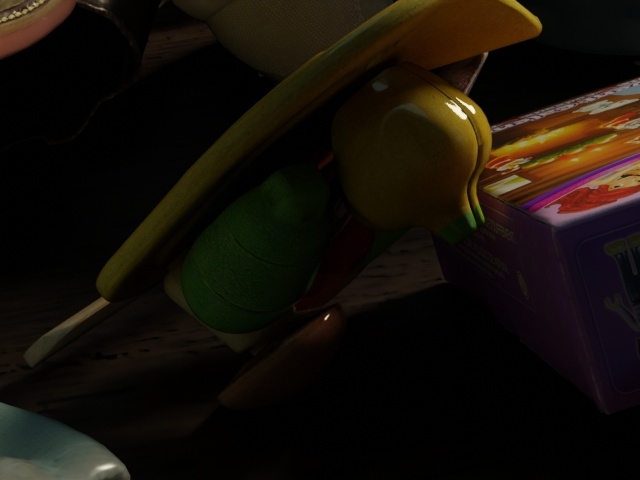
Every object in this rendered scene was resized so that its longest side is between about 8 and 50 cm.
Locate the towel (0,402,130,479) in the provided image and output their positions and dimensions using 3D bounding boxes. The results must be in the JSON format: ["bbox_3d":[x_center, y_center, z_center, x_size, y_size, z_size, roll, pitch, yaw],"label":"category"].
[{"bbox_3d":[-0.264,0.107,0.389,0.375,0.090,0.320,14,32,38],"label":"towel"}]

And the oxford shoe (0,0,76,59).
[{"bbox_3d":[-0.192,-0.130,0.540,0.123,0.130,0.348,17,14,22],"label":"oxford shoe"}]

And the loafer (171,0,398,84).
[{"bbox_3d":[-0.005,-0.118,0.794,0.102,0.092,0.268,-38,4,16],"label":"loafer"}]

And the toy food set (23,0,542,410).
[{"bbox_3d":[0.000,0.000,0.512,0.128,0.071,0.218,-34,-5,-36],"label":"toy food set"}]

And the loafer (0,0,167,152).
[{"bbox_3d":[-0.137,-0.105,0.790,0.130,0.133,0.366,29,48,16],"label":"loafer"}]

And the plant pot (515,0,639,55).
[{"bbox_3d":[0.174,-0.212,0.815,0.293,0.196,0.293,-6,25,3],"label":"plant pot"}]

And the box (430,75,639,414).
[{"bbox_3d":[0.189,-0.039,0.509,0.293,0.057,0.201,-18,11,-5],"label":"box"}]
